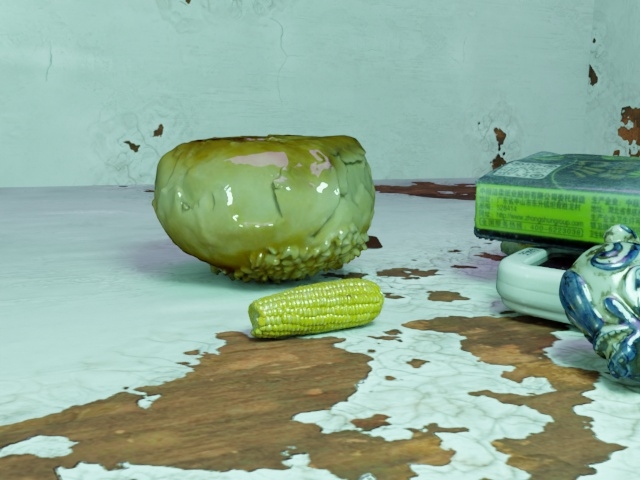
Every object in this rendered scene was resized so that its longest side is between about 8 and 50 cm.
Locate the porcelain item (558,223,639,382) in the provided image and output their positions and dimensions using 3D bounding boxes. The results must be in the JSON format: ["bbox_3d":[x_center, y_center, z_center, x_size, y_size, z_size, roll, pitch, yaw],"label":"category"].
[{"bbox_3d":[0.423,0.083,0.935,0.288,0.138,0.186,6,37,-18],"label":"porcelain item"}]

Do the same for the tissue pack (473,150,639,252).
[{"bbox_3d":[0.484,-0.063,1.294,0.394,0.124,0.288,8,19,35],"label":"tissue pack"}]

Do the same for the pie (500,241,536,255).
[{"bbox_3d":[0.502,0.015,1.600,0.303,0.066,0.302,3,9,-1],"label":"pie"}]

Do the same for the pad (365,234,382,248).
[{"bbox_3d":[0.000,0.000,1.794,0.267,0.004,0.181,1,9,-2],"label":"pad"}]

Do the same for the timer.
[{"bbox_3d":[0.396,0.068,1.191,0.237,0.087,0.262,8,11,30],"label":"timer"}]

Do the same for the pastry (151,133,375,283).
[{"bbox_3d":[-0.091,-0.057,1.382,0.410,0.245,0.409,-2,10,0],"label":"pastry"}]

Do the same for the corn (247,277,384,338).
[{"bbox_3d":[-0.002,0.089,1.064,0.206,0.067,0.067,-7,12,-31],"label":"corn"}]
